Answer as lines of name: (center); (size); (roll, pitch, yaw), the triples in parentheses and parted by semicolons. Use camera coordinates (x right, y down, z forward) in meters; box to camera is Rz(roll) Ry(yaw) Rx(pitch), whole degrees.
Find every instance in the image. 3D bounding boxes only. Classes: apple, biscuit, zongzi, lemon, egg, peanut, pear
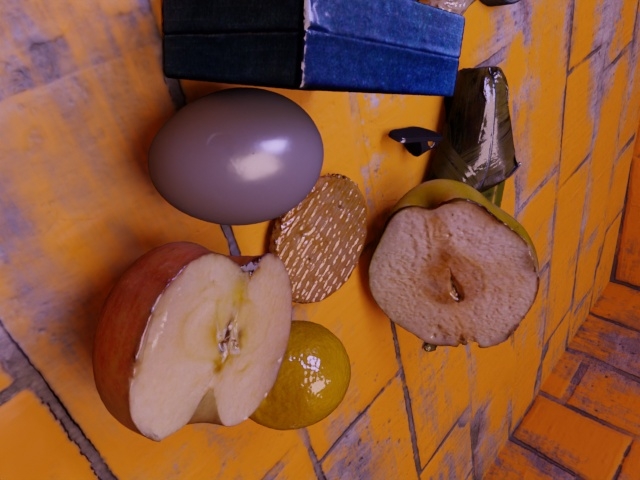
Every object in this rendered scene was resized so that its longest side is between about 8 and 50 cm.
apple: (-0.182, 0.117, 0.644); (0.293, 0.163, 0.251); (28, 75, -61)
biscuit: (0.000, 0.000, 0.889); (0.254, 0.035, 0.254); (-21, 120, -42)
zongzi: (0.294, -0.208, 1.070); (0.300, 0.138, 0.286); (-29, 120, -12)
lemon: (-0.049, 0.229, 0.824); (0.244, 0.187, 0.187); (-7, 111, -41)
egg: (-0.106, -0.105, 0.621); (0.232, 0.176, 0.176); (-21, 121, -34)
peanut: (0.262, -0.489, 0.923); (0.214, 0.090, 0.098); (-49, 138, -23)
pear: (0.280, 0.035, 1.040); (0.191, 0.340, 0.386); (-67, 146, -55)

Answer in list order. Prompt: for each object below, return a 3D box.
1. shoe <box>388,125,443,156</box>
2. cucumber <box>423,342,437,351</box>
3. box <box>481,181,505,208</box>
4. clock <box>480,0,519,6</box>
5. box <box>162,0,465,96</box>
shoe: (0.192, -0.203, 0.997); (0.159, 0.062, 0.053); (-13, 128, -45)
cucumber: (0.345, 0.276, 1.389); (0.135, 0.034, 0.033); (-37, 116, -38)
box: (0.447, -0.062, 1.345); (0.173, 0.043, 0.311); (-16, 118, -44)
clock: (0.411, -0.661, 1.038); (0.280, 0.055, 0.280); (-22, 122, -40)
box: (-0.008, -0.244, 0.600); (0.279, 0.261, 0.116); (-12, 113, -44)
